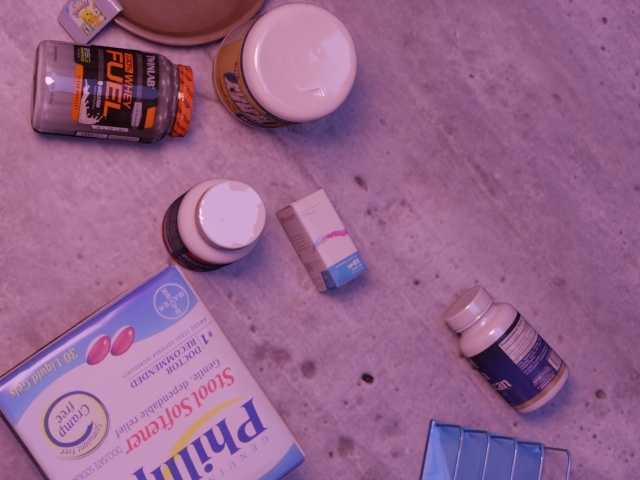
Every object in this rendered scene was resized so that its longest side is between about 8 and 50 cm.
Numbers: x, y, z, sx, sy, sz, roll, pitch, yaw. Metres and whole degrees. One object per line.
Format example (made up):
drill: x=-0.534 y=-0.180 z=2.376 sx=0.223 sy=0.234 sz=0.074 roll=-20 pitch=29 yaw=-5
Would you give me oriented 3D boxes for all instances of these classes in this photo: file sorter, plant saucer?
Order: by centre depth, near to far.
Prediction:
plant saucer: x=-0.192 y=-0.387 z=1.641 sx=0.278 sy=0.041 sz=0.277 roll=2 pitch=82 yaw=-17
file sorter: x=0.230 y=0.312 z=1.658 sx=0.170 sy=0.104 sz=0.118 roll=14 pitch=79 yaw=-15

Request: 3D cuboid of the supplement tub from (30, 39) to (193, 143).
supplement tub: x=-0.259 y=-0.182 z=1.557 sx=0.191 sy=0.117 sz=0.117 roll=4 pitch=83 yaw=-17

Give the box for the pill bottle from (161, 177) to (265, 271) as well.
pill bottle: x=-0.129 y=-0.021 z=1.545 sx=0.108 sy=0.180 sz=0.107 roll=2 pitch=83 yaw=-16

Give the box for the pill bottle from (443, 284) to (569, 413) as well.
pill bottle: x=0.246 y=0.144 z=1.687 sx=0.169 sy=0.094 sz=0.094 roll=47 pitch=73 yaw=-7

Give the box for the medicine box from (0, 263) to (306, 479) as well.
medicine box: x=-0.212 y=0.220 z=1.509 sx=0.263 sy=0.149 sz=0.289 roll=-35 pitch=94 yaw=-18

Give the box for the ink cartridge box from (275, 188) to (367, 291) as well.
ink cartridge box: x=0.000 y=0.000 z=1.630 sx=0.052 sy=0.088 sz=0.122 roll=-31 pitch=93 yaw=-18

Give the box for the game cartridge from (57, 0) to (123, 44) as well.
game cartridge: x=-0.293 y=-0.288 z=1.583 sx=0.056 sy=0.083 sz=0.017 roll=51 pitch=28 yaw=-3

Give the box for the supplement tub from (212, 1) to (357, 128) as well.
supplement tub: x=-0.052 y=-0.214 z=1.573 sx=0.144 sy=0.200 sz=0.144 roll=0 pitch=91 yaw=-20
